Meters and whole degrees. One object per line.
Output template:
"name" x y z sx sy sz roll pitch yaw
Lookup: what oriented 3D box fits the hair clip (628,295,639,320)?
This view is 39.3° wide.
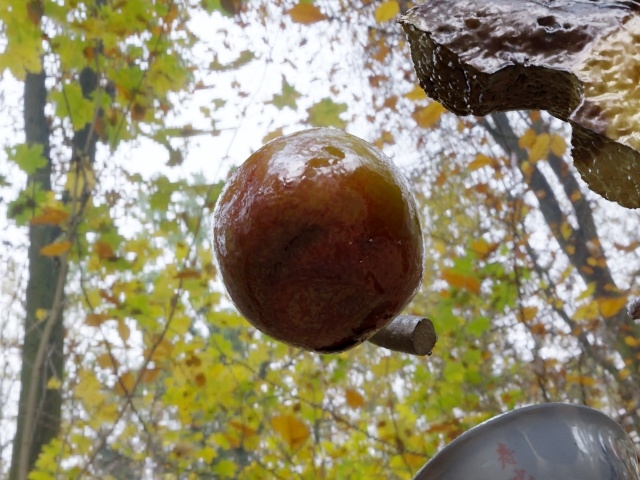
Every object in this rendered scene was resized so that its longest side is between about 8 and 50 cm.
"hair clip" 0.721 0.139 1.692 0.301 0.069 0.173 27 -50 -23

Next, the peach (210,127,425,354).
"peach" 0.000 0.000 0.928 0.231 0.231 0.230 -7 -46 -7

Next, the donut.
"donut" 0.225 -0.145 0.821 0.151 0.295 0.112 -45 -23 -24

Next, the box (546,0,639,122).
"box" 0.433 -0.225 0.932 0.239 0.339 0.229 -36 -41 -38

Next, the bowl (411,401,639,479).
"bowl" 0.248 0.361 0.987 0.346 0.157 0.345 -9 -62 -17

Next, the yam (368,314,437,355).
"yam" 0.158 0.181 1.769 0.127 0.084 0.084 10 -28 42
